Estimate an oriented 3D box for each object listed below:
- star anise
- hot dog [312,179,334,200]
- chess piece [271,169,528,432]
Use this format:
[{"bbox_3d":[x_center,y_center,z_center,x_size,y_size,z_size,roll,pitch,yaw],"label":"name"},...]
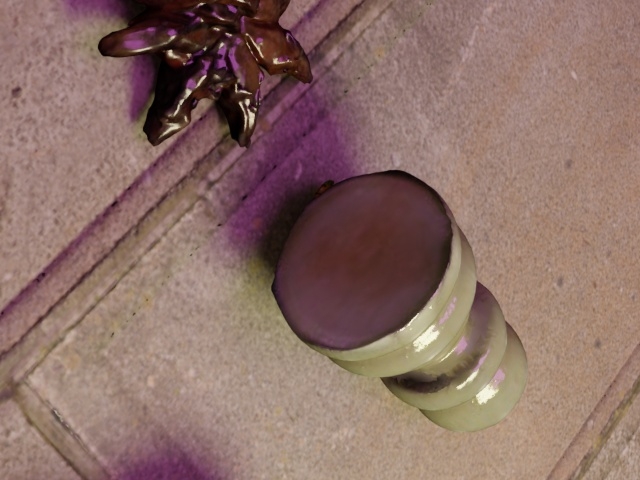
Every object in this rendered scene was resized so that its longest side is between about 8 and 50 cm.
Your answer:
[{"bbox_3d":[-0.080,-0.206,1.046,0.272,0.102,0.272,-6,98,-43],"label":"star anise"},{"bbox_3d":[0.000,0.000,1.183,0.049,0.037,0.122,13,92,-52],"label":"hot dog"},{"bbox_3d":[0.107,0.087,1.187,0.330,0.182,0.182,45,65,-51],"label":"chess piece"}]
